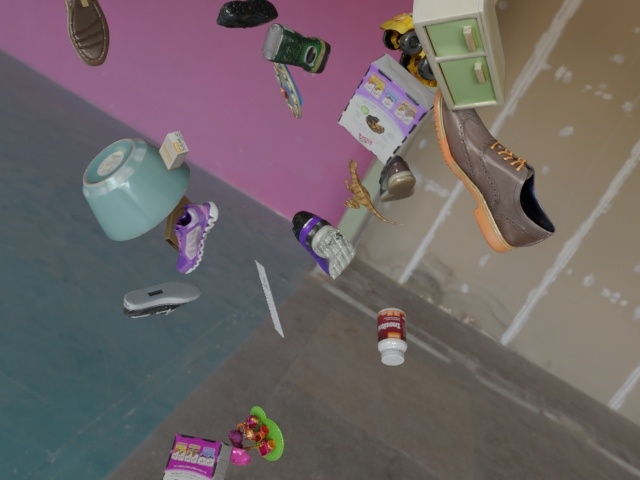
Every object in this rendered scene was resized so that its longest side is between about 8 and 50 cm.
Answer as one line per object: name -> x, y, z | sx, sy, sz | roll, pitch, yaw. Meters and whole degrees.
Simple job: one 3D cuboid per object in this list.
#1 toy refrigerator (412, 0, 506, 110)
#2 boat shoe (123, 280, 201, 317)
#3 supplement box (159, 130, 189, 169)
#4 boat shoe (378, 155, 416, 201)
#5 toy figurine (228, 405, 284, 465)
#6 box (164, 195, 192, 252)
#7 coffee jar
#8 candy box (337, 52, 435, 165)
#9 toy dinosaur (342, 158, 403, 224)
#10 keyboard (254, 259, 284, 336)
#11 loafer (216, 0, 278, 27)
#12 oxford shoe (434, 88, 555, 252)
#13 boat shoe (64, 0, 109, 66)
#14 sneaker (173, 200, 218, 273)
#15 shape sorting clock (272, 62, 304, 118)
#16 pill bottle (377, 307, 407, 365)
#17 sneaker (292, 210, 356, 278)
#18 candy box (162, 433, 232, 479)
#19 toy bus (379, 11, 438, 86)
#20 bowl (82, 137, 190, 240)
toy refrigerator -> 0.235, -0.313, 0.870 | 0.102, 0.094, 0.269 | 1, -15, 25
boat shoe -> -0.628, 0.246, 2.123 | 0.306, 0.105, 0.113 | -13, 46, -38
supplement box -> -0.389, -0.237, 1.414 | 0.036, 0.098, 0.062 | -23, 84, -35
boat shoe -> 0.223, -0.178, 1.574 | 0.103, 0.092, 0.285 | -12, -8, 2
toy figurine -> -0.218, 0.596, 1.593 | 0.159, 0.130, 0.173 | -2, 57, -51
box -> -0.451, -0.051, 1.747 | 0.164, 0.021, 0.201 | 59, 25, -56
coffee jar -> -0.060, -0.511, 1.431 | 0.184, 0.096, 0.079 | 1, 29, -43
candy box -> 0.153, -0.300, 1.242 | 0.165, 0.196, 0.070 | 43, 52, 4
toy dinosaur -> 0.111, -0.106, 1.373 | 0.211, 0.064, 0.112 | 54, -19, -16
keyboard -> -0.158, 0.183, 1.666 | 0.014, 0.256, 0.072 | -20, 23, -14
loafer -> -0.216, -0.671, 1.584 | 0.223, 0.078, 0.076 | -29, 96, -46
oxford shoe -> 0.346, -0.153, 1.052 | 0.130, 0.133, 0.363 | -39, 103, -38
boat shoe -> -0.591, -0.564, 1.343 | 0.095, 0.257, 0.095 | -11, 8, -19
sneaker -> -0.393, -0.014, 1.581 | 0.104, 0.236, 0.095 | 10, 20, -42
shape sorting clock -> -0.108, -0.488, 1.718 | 0.206, 0.040, 0.206 | 60, -6, 10
pill bottle -> 0.208, 0.279, 1.551 | 0.086, 0.086, 0.152 | 23, 48, -23
sneaker -> 0.000, -0.001, 1.443 | 0.146, 0.102, 0.293 | 38, -10, 25
candy box -> -0.351, 0.666, 1.459 | 0.159, 0.233, 0.071 | 0, -30, 24
toy bus -> 0.309, -0.582, 1.510 | 0.220, 0.211, 0.149 | 41, 8, -32
bowl -> -0.543, -0.168, 1.507 | 0.311, 0.311, 0.163 | 47, -4, 46
